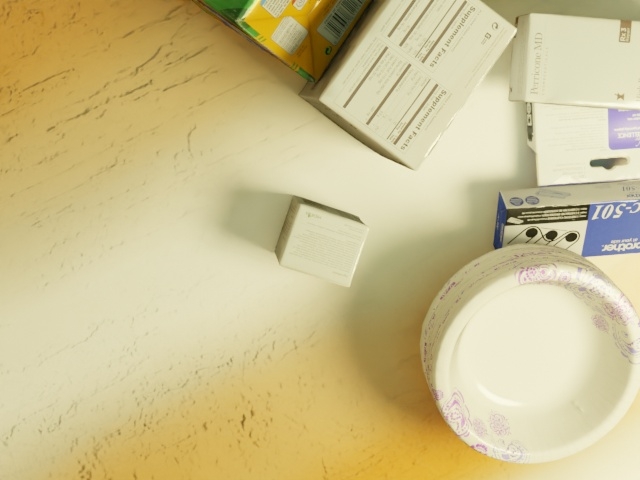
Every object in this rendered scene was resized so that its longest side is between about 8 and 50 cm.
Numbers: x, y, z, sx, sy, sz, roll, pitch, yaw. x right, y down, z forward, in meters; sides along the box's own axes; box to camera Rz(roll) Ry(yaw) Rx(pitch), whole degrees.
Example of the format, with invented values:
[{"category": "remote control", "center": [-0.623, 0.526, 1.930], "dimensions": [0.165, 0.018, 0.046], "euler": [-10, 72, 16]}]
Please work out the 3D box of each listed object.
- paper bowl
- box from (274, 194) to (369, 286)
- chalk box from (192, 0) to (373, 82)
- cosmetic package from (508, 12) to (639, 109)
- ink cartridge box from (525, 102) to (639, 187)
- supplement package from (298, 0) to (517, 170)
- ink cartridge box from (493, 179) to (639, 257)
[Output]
[{"category": "paper bowl", "center": [0.274, 0.141, 1.613], "dimensions": [0.284, 0.148, 0.284], "euler": [-3, 109, -7]}, {"category": "box", "center": [0.000, 0.000, 1.599], "dimensions": [0.102, 0.101, 0.087], "euler": [19, 96, -8]}, {"category": "chalk box", "center": [-0.091, -0.355, 1.471], "dimensions": [0.289, 0.179, 0.180], "euler": [37, 93, 34]}, {"category": "cosmetic package", "center": [0.368, -0.229, 1.571], "dimensions": [0.231, 0.085, 0.117], "euler": [2, 96, -6]}, {"category": "ink cartridge box", "center": [0.382, -0.182, 1.643], "dimensions": [0.206, 0.045, 0.208], "euler": [-4, 96, -5]}, {"category": "supplement package", "center": [0.097, -0.216, 1.497], "dimensions": [0.145, 0.262, 0.204], "euler": [35, 93, -9]}, {"category": "ink cartridge box", "center": [0.343, -0.025, 1.641], "dimensions": [0.207, 0.046, 0.097], "euler": [-5, 129, -6]}]
